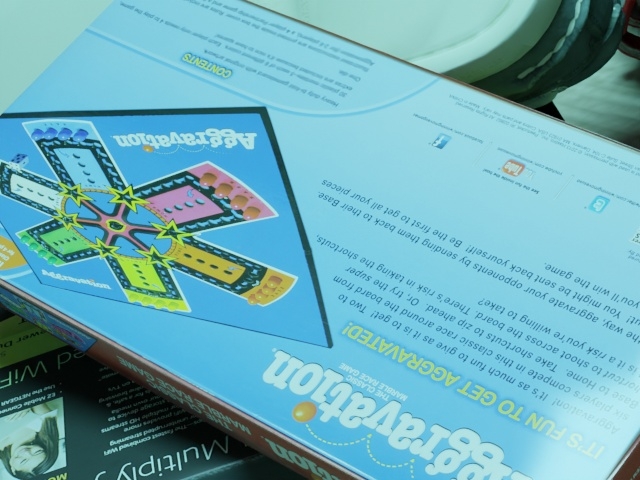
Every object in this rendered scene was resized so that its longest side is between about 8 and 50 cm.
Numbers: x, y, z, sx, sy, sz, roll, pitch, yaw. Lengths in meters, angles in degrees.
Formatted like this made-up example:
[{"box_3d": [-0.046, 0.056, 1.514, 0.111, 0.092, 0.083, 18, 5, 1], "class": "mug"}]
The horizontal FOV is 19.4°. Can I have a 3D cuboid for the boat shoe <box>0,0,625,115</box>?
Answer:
[{"box_3d": [-0.026, -0.077, 0.774, 0.319, 0.116, 0.099, -7, -13, 35], "class": "boat shoe"}]

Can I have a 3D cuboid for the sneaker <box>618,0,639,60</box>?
[{"box_3d": [0.150, -0.151, 0.927, 0.270, 0.090, 0.145, -18, 54, 62], "class": "sneaker"}]

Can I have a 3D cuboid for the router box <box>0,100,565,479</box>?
[{"box_3d": [-0.033, 0.047, 0.712, 0.309, 0.081, 0.243, -18, 28, 2], "class": "router box"}]

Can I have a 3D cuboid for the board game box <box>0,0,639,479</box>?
[{"box_3d": [0.000, 0.000, 0.620, 0.281, 0.027, 0.145, 25, 62, 34], "class": "board game box"}]
